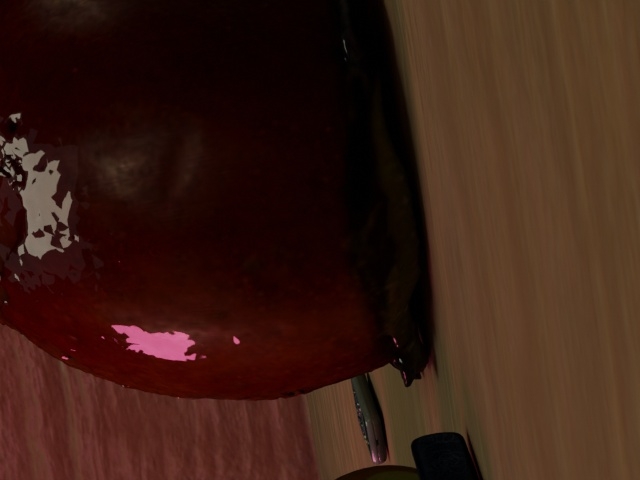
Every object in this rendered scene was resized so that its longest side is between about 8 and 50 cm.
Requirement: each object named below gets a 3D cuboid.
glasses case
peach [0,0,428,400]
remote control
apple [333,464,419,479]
[{"bbox_3d":[0.076,0.144,1.098,0.083,0.034,0.023,-106,8,-54],"label":"glasses case"},{"bbox_3d":[-0.078,-0.045,1.312,0.417,0.353,0.339,7,122,43],"label":"peach"},{"bbox_3d":[0.044,0.163,1.780,0.124,0.018,0.053,-109,9,-69],"label":"remote control"},{"bbox_3d":[0.040,0.202,1.229,0.099,0.102,0.114,98,174,-47],"label":"apple"}]
